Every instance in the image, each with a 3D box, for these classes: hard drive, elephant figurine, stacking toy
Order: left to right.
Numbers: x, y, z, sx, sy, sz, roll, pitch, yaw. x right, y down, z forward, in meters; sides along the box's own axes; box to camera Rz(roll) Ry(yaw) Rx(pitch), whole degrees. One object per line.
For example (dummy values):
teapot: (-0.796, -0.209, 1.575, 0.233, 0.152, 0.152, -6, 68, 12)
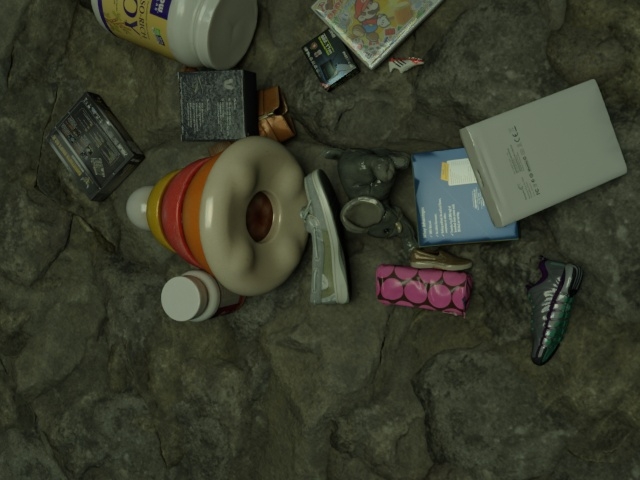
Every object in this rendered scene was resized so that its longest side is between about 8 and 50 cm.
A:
stacking toy: (-0.295, -0.068, 1.543, 0.479, 0.350, 0.351, 6, 93, 34)
elephant figurine: (0.117, -0.078, 1.455, 0.186, 0.169, 0.240, 24, 118, 46)
hard drive: (0.441, -0.174, 1.289, 0.307, 0.040, 0.203, -22, 93, -16)

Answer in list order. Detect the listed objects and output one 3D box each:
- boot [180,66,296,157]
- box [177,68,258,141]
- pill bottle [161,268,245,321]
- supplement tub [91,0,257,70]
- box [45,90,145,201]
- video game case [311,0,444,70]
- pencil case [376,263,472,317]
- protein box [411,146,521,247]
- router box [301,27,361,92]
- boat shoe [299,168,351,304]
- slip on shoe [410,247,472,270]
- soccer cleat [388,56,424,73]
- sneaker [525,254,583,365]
boot: (-0.199, -0.323, 1.571, 0.220, 0.109, 0.284, -24, 86, 20)
box: (-0.230, -0.303, 1.490, 0.158, 0.093, 0.156, 2, 100, 14)
pill bottle: (-0.273, 0.127, 1.550, 0.121, 0.221, 0.121, 1, 92, 20)
supplement tub: (-0.340, -0.551, 1.546, 0.331, 0.241, 0.241, 25, 99, 17)
box: (-0.599, -0.247, 1.742, 0.183, 0.056, 0.231, -42, 78, 16)
video game case: (0.127, -0.532, 1.472, 0.227, 0.026, 0.206, -44, 82, 9)
pencil case: (0.225, 0.109, 1.447, 0.209, 0.095, 0.098, 7, 101, 21)
protein box: (0.309, -0.092, 1.386, 0.201, 0.136, 0.200, -5, 89, 19)
router box: (0.024, -0.422, 1.529, 0.092, 0.038, 0.122, -31, 81, 17)
boat shoe: (0.000, 0.000, 1.468, 0.103, 0.118, 0.320, -7, 114, 9)
slip on shoe: (0.265, 0.039, 1.439, 0.135, 0.051, 0.041, 3, 100, 7)
soccer cleat: (0.193, -0.393, 1.478, 0.083, 0.029, 0.036, 7, 102, 22)
sneaker: (0.469, 0.146, 1.381, 0.098, 0.083, 0.224, 22, 94, 38)
